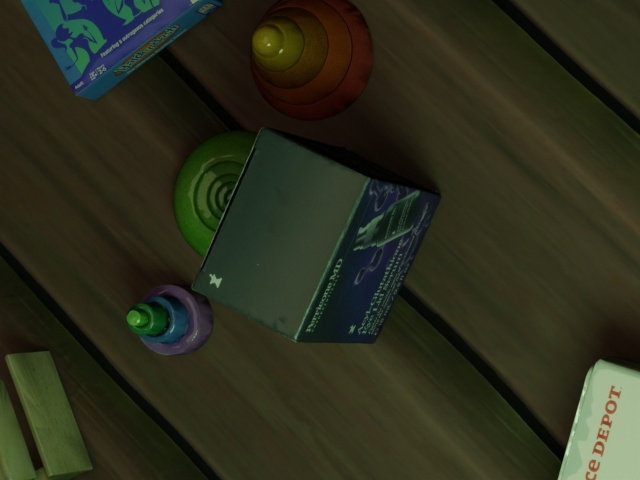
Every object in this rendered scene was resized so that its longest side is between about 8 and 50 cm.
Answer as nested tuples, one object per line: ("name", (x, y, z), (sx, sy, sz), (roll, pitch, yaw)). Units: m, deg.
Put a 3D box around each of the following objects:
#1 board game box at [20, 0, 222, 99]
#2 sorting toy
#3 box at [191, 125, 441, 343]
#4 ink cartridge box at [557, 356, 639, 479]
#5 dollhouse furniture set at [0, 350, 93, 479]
("board game box", (-0.212, -0.264, 1.865), (0.160, 0.047, 0.210), (-36, 76, 16))
("sorting toy", (-0.084, -0.062, 1.770), (0.127, 0.126, 0.365), (29, 98, 19))
("box", (0.000, 0.000, 1.691), (0.108, 0.207, 0.153), (26, 97, 19))
("ink cartridge box", (0.315, 0.201, 1.628), (0.219, 0.092, 0.160), (18, 96, 20))
("dollhouse furniture set", (-0.332, 0.194, 1.859), (0.151, 0.144, 0.123), (-31, 73, 32))
